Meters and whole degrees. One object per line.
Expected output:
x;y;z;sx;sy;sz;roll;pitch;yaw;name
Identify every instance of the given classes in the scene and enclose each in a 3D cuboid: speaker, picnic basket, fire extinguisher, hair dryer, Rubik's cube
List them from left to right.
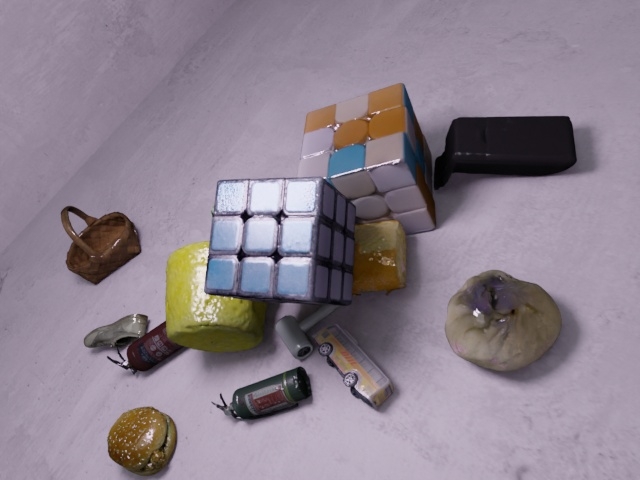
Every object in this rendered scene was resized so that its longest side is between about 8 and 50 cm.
-1.001;-0.016;2.017;0.337;0.337;0.293;-37;47;1;picnic basket
-0.573;0.357;1.619;0.337;0.135;0.114;-35;12;3;fire extinguisher
-0.176;0.458;1.342;0.295;0.118;0.093;-23;14;13;fire extinguisher
-0.089;0.014;1.226;0.301;0.304;0.304;-1;81;21;Rubik's cube
-0.013;0.252;1.432;0.237;0.073;0.131;-35;48;-9;hair dryer
0.158;-0.229;1.487;0.347;0.346;0.344;-10;52;23;Rubik's cube
0.553;-0.263;1.430;0.389;0.184;0.179;3;59;14;speaker

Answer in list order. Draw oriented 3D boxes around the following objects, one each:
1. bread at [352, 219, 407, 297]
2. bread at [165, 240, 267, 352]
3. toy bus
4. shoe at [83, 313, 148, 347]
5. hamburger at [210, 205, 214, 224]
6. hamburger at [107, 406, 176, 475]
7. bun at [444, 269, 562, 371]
0.077;0.070;1.419;0.376;0.165;0.236;-9;42;17;bread
-0.317;0.189;1.472;0.349;0.348;0.307;-18;60;18;bread
0.085;0.341;1.283;0.106;0.092;0.268;-37;46;-11;toy bus
-0.777;0.364;1.756;0.275;0.103;0.098;-24;62;16;shoe
-0.324;-0.112;1.818;0.235;0.125;0.214;-36;43;1;hamburger
-0.546;0.613;1.421;0.215;0.122;0.189;8;59;31;hamburger
0.437;0.190;1.139;0.273;0.168;0.272;-12;48;14;bun
